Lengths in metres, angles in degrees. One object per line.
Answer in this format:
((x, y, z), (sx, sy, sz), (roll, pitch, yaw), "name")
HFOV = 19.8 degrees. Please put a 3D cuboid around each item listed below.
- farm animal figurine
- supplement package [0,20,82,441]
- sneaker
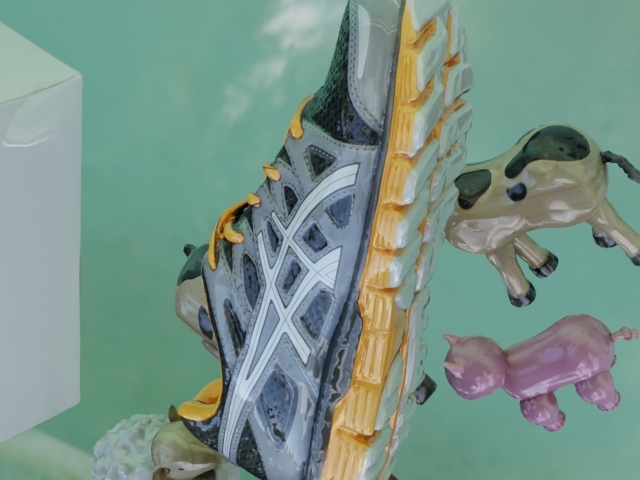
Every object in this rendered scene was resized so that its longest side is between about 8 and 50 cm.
((0.017, 0.053, 1.149), (0.326, 0.330, 0.172), (10, 150, 48), "farm animal figurine")
((-0.258, -0.033, 0.809), (0.293, 0.175, 0.177), (34, 133, 35), "supplement package")
((0.000, 0.000, 0.652), (0.083, 0.215, 0.084), (17, -160, 15), "sneaker")
